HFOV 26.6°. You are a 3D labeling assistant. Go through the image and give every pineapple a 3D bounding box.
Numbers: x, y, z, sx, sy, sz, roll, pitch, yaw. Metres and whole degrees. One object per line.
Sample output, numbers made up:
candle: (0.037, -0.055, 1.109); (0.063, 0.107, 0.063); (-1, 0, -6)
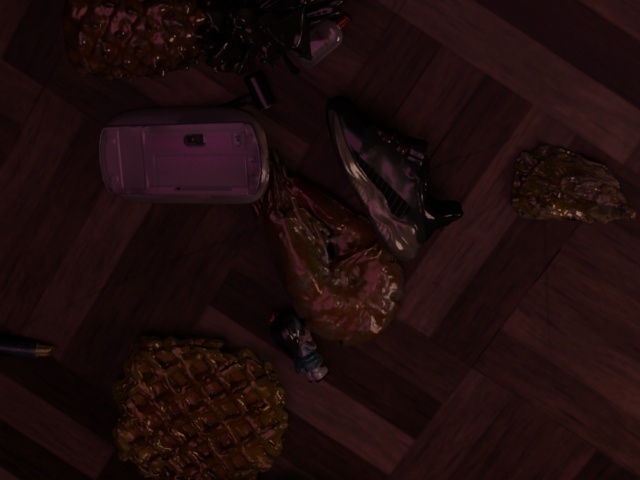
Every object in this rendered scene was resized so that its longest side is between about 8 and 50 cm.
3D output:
pineapple: (-0.134, -0.264, 1.618); (0.340, 0.169, 0.169); (3, 109, 4)

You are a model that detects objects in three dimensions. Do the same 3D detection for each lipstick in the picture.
lipstick: (-0.425, 0.149, 1.872); (0.116, 0.037, 0.037); (7, 109, 4)

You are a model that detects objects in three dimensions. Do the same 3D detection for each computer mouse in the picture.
computer mouse: (-0.170, -0.105, 1.714); (0.245, 0.056, 0.126); (0, 103, 26)

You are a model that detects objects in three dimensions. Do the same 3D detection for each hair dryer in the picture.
hair dryer: (-0.101, -0.178, 1.706); (0.083, 0.026, 0.047); (-21, 101, 24)

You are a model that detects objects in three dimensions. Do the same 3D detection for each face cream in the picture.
face cream: (0.004, -0.249, 1.660); (0.083, 0.021, 0.040); (-37, 96, 20)

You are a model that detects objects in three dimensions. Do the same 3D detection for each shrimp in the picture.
shrimp: (0.000, 0.000, 1.729); (0.154, 0.062, 0.294); (-30, 103, 6)

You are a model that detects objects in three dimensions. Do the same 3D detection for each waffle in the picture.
waffle: (-0.166, 0.240, 1.843); (0.254, 0.052, 0.245); (11, 111, 9)

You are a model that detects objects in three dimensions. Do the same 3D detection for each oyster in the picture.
oyster: (0.300, -0.058, 1.663); (0.146, 0.045, 0.121); (47, 124, -6)

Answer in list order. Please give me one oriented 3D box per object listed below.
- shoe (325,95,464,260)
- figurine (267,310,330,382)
shoe: (0.091, -0.088, 1.664); (0.112, 0.099, 0.228); (-24, 106, 10)
figurine: (-0.030, 0.140, 1.787); (0.047, 0.060, 0.106); (-37, 110, -16)
